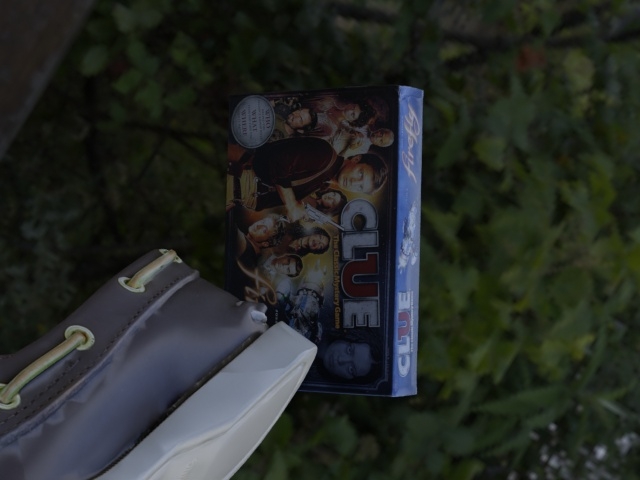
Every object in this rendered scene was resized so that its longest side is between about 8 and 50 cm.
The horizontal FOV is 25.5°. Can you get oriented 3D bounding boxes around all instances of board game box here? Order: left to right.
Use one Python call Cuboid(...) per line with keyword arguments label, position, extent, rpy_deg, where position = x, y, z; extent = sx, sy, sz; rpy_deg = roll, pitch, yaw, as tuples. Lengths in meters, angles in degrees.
Cuboid(label="board game box", position=(0.000, 0.000, 1.145), extent=(0.042, 0.165, 0.243), rpy_deg=(5, 85, -59))

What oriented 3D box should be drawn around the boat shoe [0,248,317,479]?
Cuboid(label="boat shoe", position=(-0.121, 0.092, 0.536), extent=(0.324, 0.096, 0.117), rpy_deg=(-34, 159, -53))
